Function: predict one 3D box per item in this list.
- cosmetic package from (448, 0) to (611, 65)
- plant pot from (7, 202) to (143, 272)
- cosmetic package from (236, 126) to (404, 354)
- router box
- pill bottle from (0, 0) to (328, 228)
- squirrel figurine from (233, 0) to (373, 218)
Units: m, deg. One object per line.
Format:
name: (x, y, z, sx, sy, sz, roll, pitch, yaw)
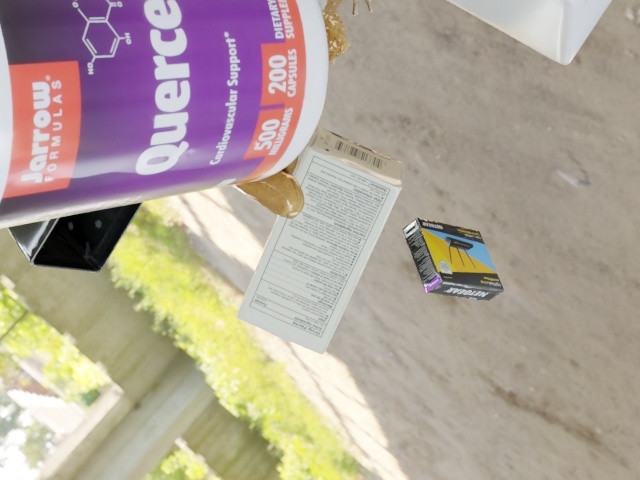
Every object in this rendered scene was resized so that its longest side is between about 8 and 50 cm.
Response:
cosmetic package: (0.101, -0.388, 0.914, 0.453, 0.230, 0.161, 35, 178, 16)
plant pot: (-0.446, -0.072, 1.699, 0.167, 0.187, 0.188, 38, -170, 24)
cosmetic package: (0.000, 0.000, 1.471, 0.153, 0.296, 0.129, 25, -159, -2)
router box: (0.238, 0.036, 1.743, 0.179, 0.046, 0.133, 9, -128, -43)
pill bottle: (-0.162, -0.105, 0.600, 0.181, 0.323, 0.181, 17, 114, 45)
squirrel figurine: (-0.077, -0.278, 1.225, 0.281, 0.370, 0.397, 25, -165, -10)
